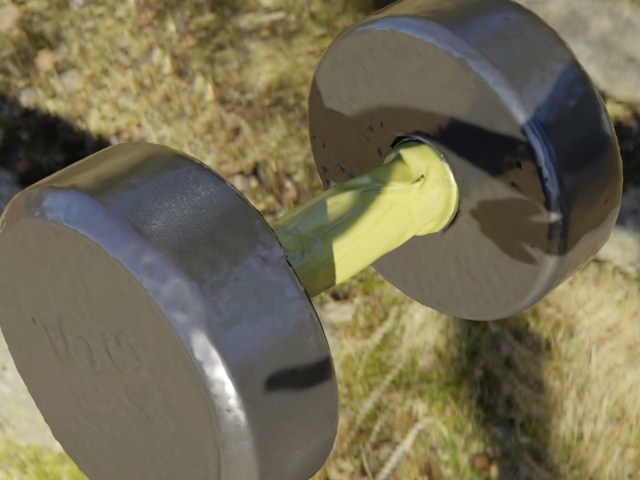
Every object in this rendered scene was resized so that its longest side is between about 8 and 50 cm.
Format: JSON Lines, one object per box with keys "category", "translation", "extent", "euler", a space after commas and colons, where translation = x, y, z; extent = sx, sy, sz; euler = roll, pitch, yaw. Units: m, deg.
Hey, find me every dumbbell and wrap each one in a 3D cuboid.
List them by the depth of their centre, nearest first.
{"category": "dumbbell", "translation": [0.000, 0.000, 0.863], "extent": [0.204, 0.204, 0.322], "euler": [38, 50, 25]}
